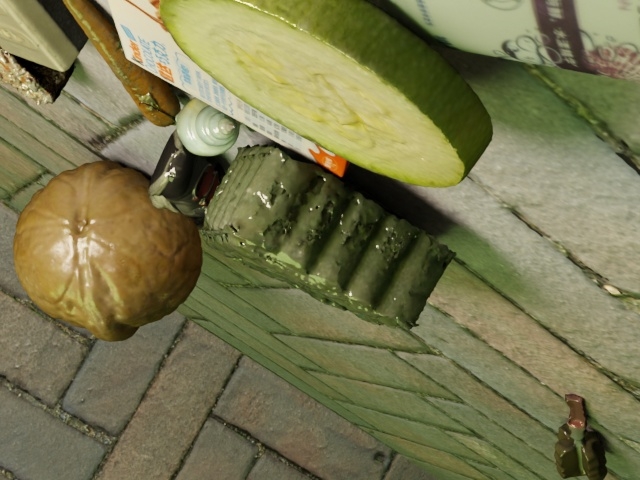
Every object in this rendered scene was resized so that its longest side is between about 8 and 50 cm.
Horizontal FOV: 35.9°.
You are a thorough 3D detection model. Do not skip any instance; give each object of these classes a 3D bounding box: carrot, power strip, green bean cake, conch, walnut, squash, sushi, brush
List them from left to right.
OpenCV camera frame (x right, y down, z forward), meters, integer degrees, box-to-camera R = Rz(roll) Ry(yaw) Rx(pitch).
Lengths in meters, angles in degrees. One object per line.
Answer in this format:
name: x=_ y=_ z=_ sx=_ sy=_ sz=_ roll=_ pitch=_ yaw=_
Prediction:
power strip: x=-0.347 y=-0.277 z=1.056 sx=0.105 sy=0.070 sz=0.257 roll=24 pitch=166 yaw=25
sushi: x=-0.380 y=-0.235 z=1.242 sx=0.090 sy=0.078 sz=0.150 roll=18 pitch=161 yaw=39
walnut: x=-0.351 y=0.021 z=1.660 sx=0.332 sy=0.333 sz=0.333 roll=28 pitch=166 yaw=8
carrot: x=-0.228 y=-0.212 z=1.097 sx=0.049 sy=0.049 sz=0.254 roll=19 pitch=158 yaw=38
conch: x=-0.116 y=-0.133 z=1.088 sx=0.180 sy=0.088 sz=0.065 roll=28 pitch=143 yaw=65
green bean cake: x=0.000 y=0.000 z=1.123 sx=0.255 sy=0.132 sz=0.241 roll=30 pitch=173 yaw=-18
squash: x=0.005 y=-0.114 z=0.693 sx=0.252 sy=0.049 sz=0.252 roll=31 pitch=173 yaw=4
brush: x=0.413 y=0.312 z=1.583 sx=0.084 sy=0.071 sz=0.301 roll=6 pitch=148 yaw=22

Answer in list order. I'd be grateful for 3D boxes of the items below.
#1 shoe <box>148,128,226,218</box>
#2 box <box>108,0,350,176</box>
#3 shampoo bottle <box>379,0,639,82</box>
shoe: x=-0.170 y=-0.079 z=1.344 sx=0.112 sy=0.099 sz=0.227 roll=25 pitch=170 yaw=-7
box: x=-0.074 y=-0.175 z=0.897 sx=0.264 sy=0.048 sz=0.273 roll=29 pitch=167 yaw=3
shampoo bottle: x=0.185 y=-0.127 z=0.485 sx=0.359 sy=0.078 sz=0.134 roll=20 pitch=161 yaw=37
